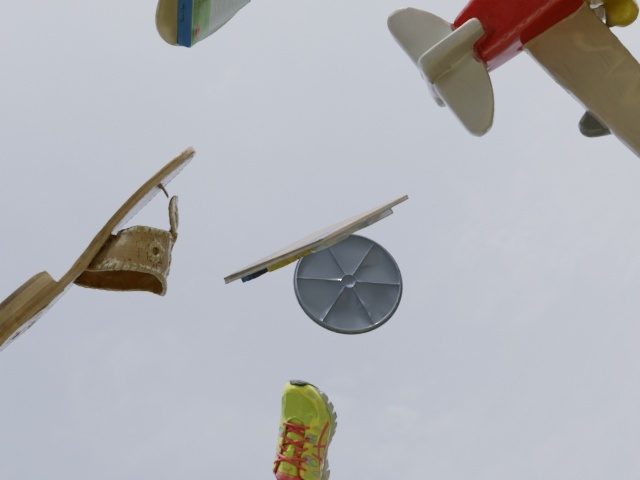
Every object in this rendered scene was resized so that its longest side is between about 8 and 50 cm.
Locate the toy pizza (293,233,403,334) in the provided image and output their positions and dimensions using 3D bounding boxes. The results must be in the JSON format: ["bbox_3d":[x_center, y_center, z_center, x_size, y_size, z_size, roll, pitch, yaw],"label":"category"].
[{"bbox_3d":[0.050,0.080,1.532,0.201,0.201,0.032,-20,-23,-15],"label":"toy pizza"}]

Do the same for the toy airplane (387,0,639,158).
[{"bbox_3d":[0.279,-0.293,1.013,0.272,0.384,0.386,-8,-77,-58],"label":"toy airplane"}]

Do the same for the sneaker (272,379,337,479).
[{"bbox_3d":[-0.029,0.296,1.188,0.094,0.081,0.209,-41,-48,-56],"label":"sneaker"}]

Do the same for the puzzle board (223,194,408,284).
[{"bbox_3d":[0.000,0.000,0.631,0.128,0.096,0.011,-28,-85,-53],"label":"puzzle board"}]

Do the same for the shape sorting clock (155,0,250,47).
[{"bbox_3d":[-0.147,-0.351,1.147,0.040,0.206,0.206,40,-85,9],"label":"shape sorting clock"}]

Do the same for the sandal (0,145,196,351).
[{"bbox_3d":[-0.164,0.025,0.689,0.079,0.088,0.240,46,-121,-5],"label":"sandal"}]
